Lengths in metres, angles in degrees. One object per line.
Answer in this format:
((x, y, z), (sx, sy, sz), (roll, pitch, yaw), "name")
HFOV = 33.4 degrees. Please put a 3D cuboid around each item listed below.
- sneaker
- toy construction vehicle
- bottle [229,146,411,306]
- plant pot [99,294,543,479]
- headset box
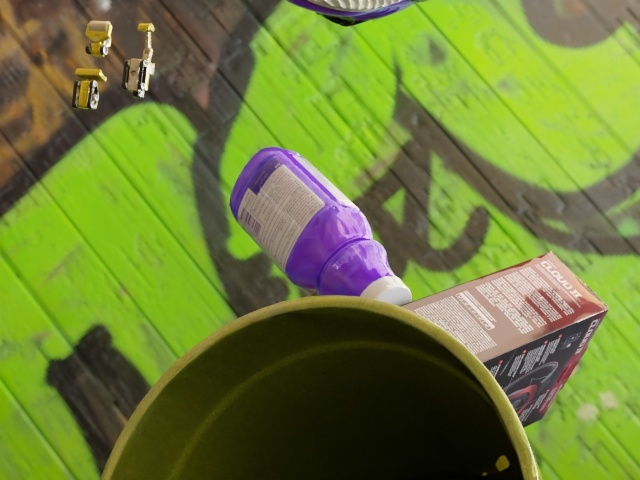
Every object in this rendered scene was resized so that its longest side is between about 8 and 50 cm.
((0.027, -0.285, 1.191), (0.293, 0.102, 0.146), (-15, 179, -44), "sneaker")
((-0.223, -0.189, 1.164), (0.085, 0.098, 0.035), (3, 176, 18), "toy construction vehicle")
((0.000, 0.000, 1.271), (0.092, 0.283, 0.118), (13, 114, -46), "bottle")
((0.054, 0.279, 0.902), (0.366, 0.366, 0.353), (-41, 144, 5), "plant pot")
((0.191, 0.149, 1.269), (0.293, 0.110, 0.218), (-17, 142, -32), "headset box")
